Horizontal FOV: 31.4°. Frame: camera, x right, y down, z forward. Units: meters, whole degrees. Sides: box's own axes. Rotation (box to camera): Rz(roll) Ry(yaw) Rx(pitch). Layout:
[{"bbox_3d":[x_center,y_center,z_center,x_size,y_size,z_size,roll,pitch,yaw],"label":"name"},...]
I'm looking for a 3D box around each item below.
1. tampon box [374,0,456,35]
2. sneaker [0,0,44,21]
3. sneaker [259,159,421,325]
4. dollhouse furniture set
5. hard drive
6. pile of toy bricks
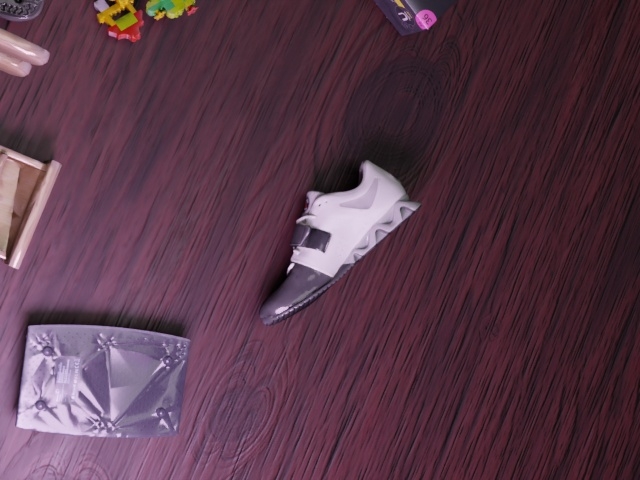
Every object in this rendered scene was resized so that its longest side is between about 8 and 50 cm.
[{"bbox_3d":[0.176,-0.446,1.923,0.161,0.101,0.120,-46,108,-14],"label":"tampon box"},{"bbox_3d":[-0.511,-0.371,1.633,0.227,0.130,0.087,11,98,-16],"label":"sneaker"},{"bbox_3d":[0.000,0.000,1.878,0.330,0.122,0.146,-43,89,-15],"label":"sneaker"},{"bbox_3d":[-0.469,-0.073,1.510,0.256,0.394,0.362,23,84,-23],"label":"dollhouse furniture set"},{"bbox_3d":[-0.338,0.216,1.765,0.255,0.054,0.172,7,90,-23],"label":"hard drive"},{"bbox_3d":[-0.233,-0.383,1.737,0.212,0.118,0.105,-35,86,-17],"label":"pile of toy bricks"}]
